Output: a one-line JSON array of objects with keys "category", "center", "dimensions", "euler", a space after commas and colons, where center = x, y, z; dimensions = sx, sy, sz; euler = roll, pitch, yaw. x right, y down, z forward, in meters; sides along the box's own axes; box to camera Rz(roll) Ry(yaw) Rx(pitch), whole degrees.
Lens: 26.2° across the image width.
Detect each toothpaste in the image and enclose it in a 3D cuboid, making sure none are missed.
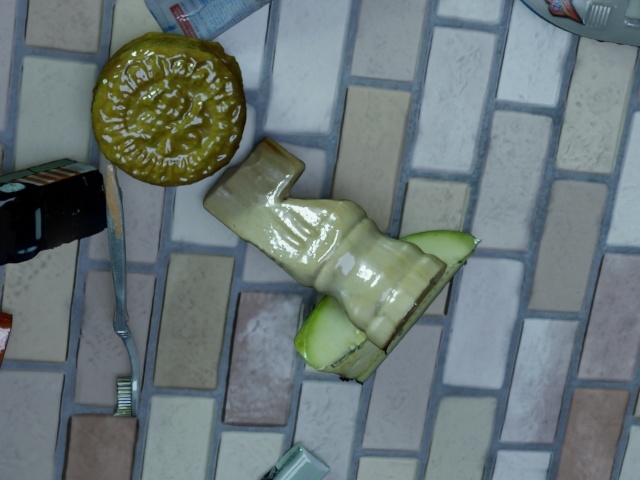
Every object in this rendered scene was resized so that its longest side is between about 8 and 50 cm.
[{"category": "toothpaste", "center": [-0.088, -0.306, 1.639], "dimensions": [0.234, 0.057, 0.089], "euler": [-29, 114, 4]}]

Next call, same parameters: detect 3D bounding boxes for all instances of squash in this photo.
[{"category": "squash", "center": [0.081, 0.059, 1.767], "dimensions": [0.093, 0.169, 0.252], "euler": [42, 96, 21]}]

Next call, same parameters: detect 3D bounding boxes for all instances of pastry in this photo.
[{"category": "pastry", "center": [-0.177, -0.155, 1.628], "dimensions": [0.188, 0.103, 0.189], "euler": [-4, 115, -9]}]

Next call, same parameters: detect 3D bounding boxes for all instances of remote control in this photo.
[{"category": "remote control", "center": [-0.063, 0.352, 1.869], "dimensions": [0.065, 0.029, 0.166], "euler": [41, 95, -23]}]

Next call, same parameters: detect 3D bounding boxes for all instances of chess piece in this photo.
[{"category": "chess piece", "center": [0.000, 0.000, 1.692], "dimensions": [0.301, 0.137, 0.137], "euler": [35, 97, 8]}]

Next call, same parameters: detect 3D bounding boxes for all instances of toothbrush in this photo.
[{"category": "toothbrush", "center": [-0.244, 0.070, 1.690], "dimensions": [0.037, 0.028, 0.375], "euler": [-2, 122, -7]}]

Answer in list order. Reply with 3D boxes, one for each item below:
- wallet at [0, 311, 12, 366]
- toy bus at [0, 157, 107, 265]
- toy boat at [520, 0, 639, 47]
[{"category": "wallet", "center": [-0.493, 0.133, 1.679], "dimensions": [0.204, 0.045, 0.142], "euler": [15, 101, -19]}, {"category": "toy bus", "center": [-0.429, -0.001, 1.538], "dimensions": [0.409, 0.092, 0.093], "euler": [-19, 118, -36]}, {"category": "toy boat", "center": [0.371, -0.311, 1.731], "dimensions": [0.295, 0.088, 0.129], "euler": [5, 106, -16]}]
